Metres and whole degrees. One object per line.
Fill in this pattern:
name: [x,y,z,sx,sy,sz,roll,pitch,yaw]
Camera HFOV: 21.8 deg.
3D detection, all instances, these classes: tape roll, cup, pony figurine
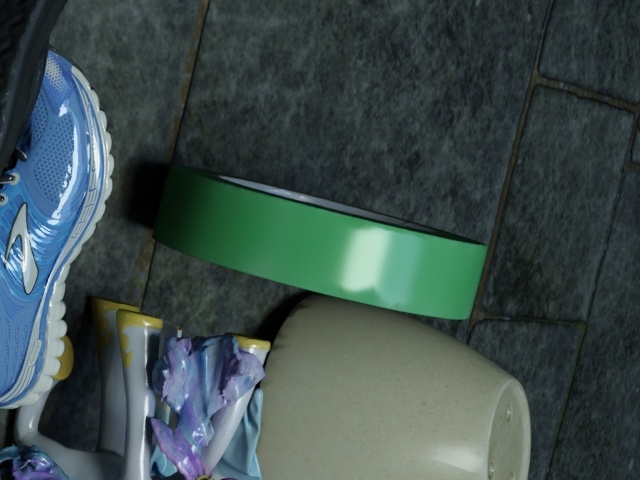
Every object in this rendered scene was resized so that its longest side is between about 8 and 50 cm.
tape roll: [0.000,0.000,1.619,0.321,0.321,0.077,11,94,-55]
cup: [0.098,0.228,1.847,0.331,0.237,0.331,2,90,-66]
pony figurine: [-0.161,0.250,1.494,0.303,0.351,0.363,15,87,-50]

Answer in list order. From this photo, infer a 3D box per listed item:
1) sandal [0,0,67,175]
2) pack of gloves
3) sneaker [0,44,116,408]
sandal: [-0.284,-0.129,1.332,0.445,0.168,0.107,-63,161,-14]
pack of gloves: [-0.136,0.202,1.627,0.046,0.195,0.232,-21,120,-42]
sneaker: [-0.276,-0.010,1.408,0.147,0.130,0.330,-1,104,-56]
